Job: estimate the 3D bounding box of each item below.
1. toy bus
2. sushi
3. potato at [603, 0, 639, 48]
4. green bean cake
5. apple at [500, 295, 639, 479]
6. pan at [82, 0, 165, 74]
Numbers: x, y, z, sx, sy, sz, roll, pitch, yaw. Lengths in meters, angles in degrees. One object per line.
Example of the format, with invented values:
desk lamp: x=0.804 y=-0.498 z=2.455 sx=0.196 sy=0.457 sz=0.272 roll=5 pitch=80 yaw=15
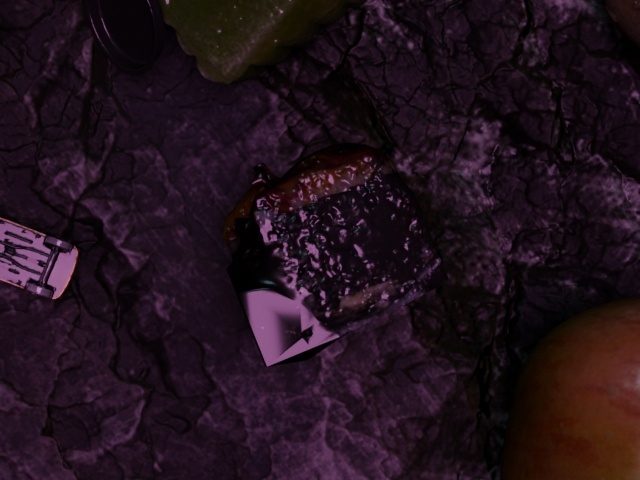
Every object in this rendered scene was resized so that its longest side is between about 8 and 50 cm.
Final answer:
toy bus: x=-0.365 y=0.012 z=1.052 sx=0.162 sy=0.074 sz=0.069 roll=22 pitch=83 yaw=-8
sushi: x=0.001 y=0.000 z=1.038 sx=0.227 sy=0.215 sz=0.212 roll=-22 pitch=97 yaw=-6
potato: x=0.468 y=-0.313 z=1.124 sx=0.235 sy=0.160 sz=0.177 roll=11 pitch=68 yaw=4
green bean cake: x=-0.072 y=-0.321 z=1.025 sx=0.248 sy=0.125 sz=0.222 roll=-29 pitch=98 yaw=14
apple: x=0.402 y=0.255 z=1.078 sx=0.400 sy=0.333 sz=0.400 roll=2 pitch=85 yaw=-26
pan: x=-0.251 y=-0.299 z=1.028 sx=0.028 sy=0.136 sz=0.235 roll=-37 pitch=97 yaw=-38
